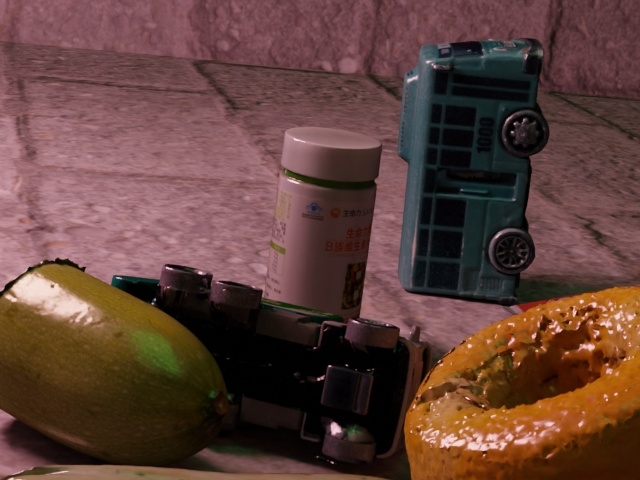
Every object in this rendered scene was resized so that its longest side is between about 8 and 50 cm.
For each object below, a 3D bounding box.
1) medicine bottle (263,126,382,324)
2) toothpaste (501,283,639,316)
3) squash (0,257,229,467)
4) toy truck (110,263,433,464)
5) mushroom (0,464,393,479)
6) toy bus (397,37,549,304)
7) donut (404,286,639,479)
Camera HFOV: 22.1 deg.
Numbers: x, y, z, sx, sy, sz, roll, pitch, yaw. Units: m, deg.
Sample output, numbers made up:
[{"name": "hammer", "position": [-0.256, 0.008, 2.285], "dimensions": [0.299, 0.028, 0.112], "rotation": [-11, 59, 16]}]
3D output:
[{"name": "medicine bottle", "position": [0.000, 0.000, 1.411], "dimensions": [0.086, 0.183, 0.086], "rotation": [7, 15, -2]}, {"name": "toothpaste", "position": [0.296, 0.070, 1.571], "dimensions": [0.234, 0.057, 0.089], "rotation": [-6, 19, -18]}, {"name": "squash", "position": [-0.137, 0.094, 1.121], "dimensions": [0.187, 0.123, 0.123], "rotation": [20, 19, 34]}, {"name": "toy truck", "position": [-0.045, 0.087, 1.210], "dimensions": [0.253, 0.114, 0.124], "rotation": [12, 4, 18]}, {"name": "mushroom", "position": [-0.029, 0.174, 0.911], "dimensions": [0.312, 0.081, 0.100], "rotation": [5, 33, -2]}, {"name": "toy bus", "position": [0.149, -0.076, 1.645], "dimensions": [0.147, 0.256, 0.128], "rotation": [4, 14, 1]}, {"name": "donut", "position": [0.167, 0.121, 1.053], "dimensions": [0.254, 0.118, 0.253], "rotation": [-20, 18, 7]}]
